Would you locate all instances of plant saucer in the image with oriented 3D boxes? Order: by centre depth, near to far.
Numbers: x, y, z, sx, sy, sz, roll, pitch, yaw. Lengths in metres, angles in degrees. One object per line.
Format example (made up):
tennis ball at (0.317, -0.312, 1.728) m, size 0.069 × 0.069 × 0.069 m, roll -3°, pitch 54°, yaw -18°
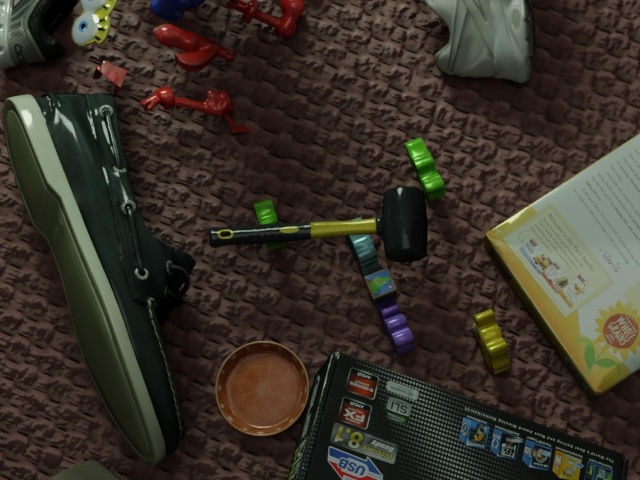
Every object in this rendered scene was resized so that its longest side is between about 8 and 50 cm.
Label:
plant saucer at (-0.050, 0.130, 1.323) m, size 0.083 × 0.013 × 0.084 m, roll -2°, pitch 78°, yaw 7°

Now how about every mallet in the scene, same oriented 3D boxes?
mallet at (0.000, 0.000, 1.298) m, size 0.189 × 0.039 × 0.062 m, roll -11°, pitch 70°, yaw 3°

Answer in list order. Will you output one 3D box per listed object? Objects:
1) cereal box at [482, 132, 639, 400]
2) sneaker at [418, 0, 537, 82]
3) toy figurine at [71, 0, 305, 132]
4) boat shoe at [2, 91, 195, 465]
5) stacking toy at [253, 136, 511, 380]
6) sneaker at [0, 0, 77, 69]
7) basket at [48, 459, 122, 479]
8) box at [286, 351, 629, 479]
cereal box at (0.288, 0.004, 1.323) m, size 0.240 × 0.047 × 0.173 m, roll -32°, pitch 77°, yaw -5°
sneaker at (0.128, -0.252, 1.346) m, size 0.115 × 0.090 × 0.232 m, roll -3°, pitch 99°, yaw 11°
toy figurine at (-0.062, -0.288, 1.299) m, size 0.191 × 0.217 × 0.363 m, roll 26°, pitch 79°, yaw -10°
boat shoe at (-0.167, 0.021, 1.306) m, size 0.113 × 0.127 × 0.340 m, roll -18°, pitch 73°, yaw -25°
stacking toy at (0.051, 0.038, 1.328) m, size 0.167 × 0.052 × 0.221 m, roll -20°, pitch 75°, yaw -4°
sneaker at (-0.259, -0.239, 1.399) m, size 0.074 × 0.063 × 0.170 m, roll 4°, pitch 82°, yaw 4°
basket at (-0.155, 0.301, 1.223) m, size 0.204 × 0.154 × 0.227 m, roll -45°, pitch 75°, yaw 7°
box at (0.101, 0.234, 1.207) m, size 0.270 × 0.060 × 0.216 m, roll 21°, pitch 59°, yaw -7°
